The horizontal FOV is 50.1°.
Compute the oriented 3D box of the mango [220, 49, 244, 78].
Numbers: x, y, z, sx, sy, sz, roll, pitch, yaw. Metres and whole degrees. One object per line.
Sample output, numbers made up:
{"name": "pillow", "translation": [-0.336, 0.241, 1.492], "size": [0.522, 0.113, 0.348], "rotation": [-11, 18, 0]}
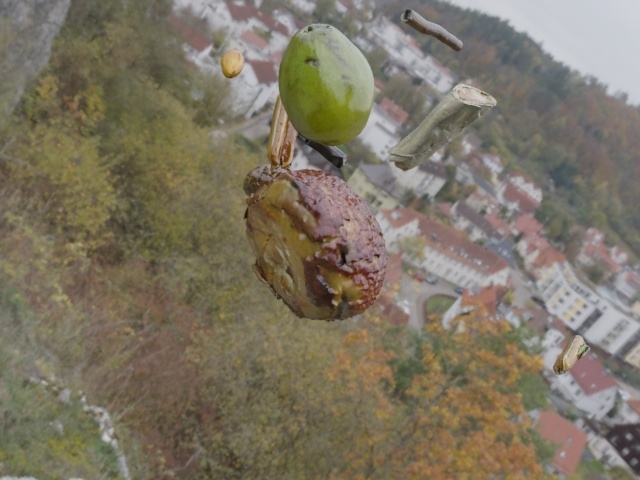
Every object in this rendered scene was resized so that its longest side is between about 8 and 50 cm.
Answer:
{"name": "mango", "translation": [-0.219, -0.433, 1.689], "size": [0.046, 0.060, 0.089], "rotation": [77, 18, -57]}

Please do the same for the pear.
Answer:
{"name": "pear", "translation": [0.012, -0.329, 1.461], "size": [0.212, 0.212, 0.269], "rotation": [-117, -176, -54]}

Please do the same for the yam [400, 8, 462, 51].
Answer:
{"name": "yam", "translation": [0.358, -0.656, 2.152], "size": [0.327, 0.045, 0.045], "rotation": [6, 66, -51]}

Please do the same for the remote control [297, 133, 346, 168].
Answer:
{"name": "remote control", "translation": [-0.009, -0.290, 2.056], "size": [0.212, 0.059, 0.028], "rotation": [37, 50, 17]}

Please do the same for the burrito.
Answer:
{"name": "burrito", "translation": [0.219, -0.209, 1.295], "size": [0.087, 0.226, 0.060], "rotation": [29, 34, -34]}

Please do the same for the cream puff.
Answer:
{"name": "cream puff", "translation": [0.003, 0.004, 1.370], "size": [0.228, 0.350, 0.350], "rotation": [-26, 55, -23]}

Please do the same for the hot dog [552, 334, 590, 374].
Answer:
{"name": "hot dog", "translation": [0.535, 0.245, 1.449], "size": [0.041, 0.056, 0.133], "rotation": [40, 45, 14]}

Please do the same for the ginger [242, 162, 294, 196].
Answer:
{"name": "ginger", "translation": [-0.068, -0.088, 2.024], "size": [0.418, 0.176, 0.254], "rotation": [35, -29, 25]}

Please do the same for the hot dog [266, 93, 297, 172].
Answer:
{"name": "hot dog", "translation": [-0.105, -0.302, 1.898], "size": [0.062, 0.236, 0.092], "rotation": [4, -13, 40]}
